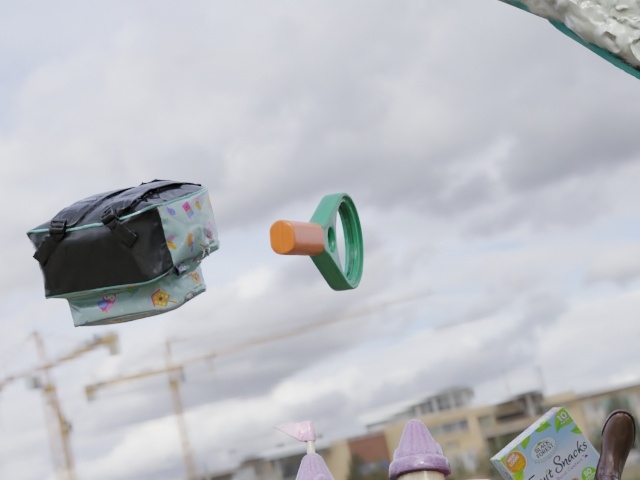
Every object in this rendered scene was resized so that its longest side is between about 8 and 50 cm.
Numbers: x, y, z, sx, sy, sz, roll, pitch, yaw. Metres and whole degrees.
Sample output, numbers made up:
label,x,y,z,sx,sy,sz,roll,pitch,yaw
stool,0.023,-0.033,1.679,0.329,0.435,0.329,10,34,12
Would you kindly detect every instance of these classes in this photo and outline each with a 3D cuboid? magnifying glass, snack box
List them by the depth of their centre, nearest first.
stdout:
label,x,y,z,sx,sy,sz,roll,pitch,yaw
magnifying glass,0.000,0.000,1.268,0.026,0.092,0.231,-5,-3,15
snack box,0.276,0.275,1.614,0.100,0.141,0.037,-37,1,-15

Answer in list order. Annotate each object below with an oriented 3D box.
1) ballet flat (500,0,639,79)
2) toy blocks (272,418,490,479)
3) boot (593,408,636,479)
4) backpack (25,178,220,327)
label,x,y,z,sx,sy,sz,roll,pitch,yaw
ballet flat,0.164,-0.256,1.148,0.409,0.147,0.147,27,-6,12
toy blocks,0.109,0.262,1.167,0.288,0.260,0.309,-3,-25,-1
boot,0.311,0.249,1.499,0.037,0.106,0.114,10,25,9
backpack,-0.195,0.009,1.517,0.165,0.144,0.188,-13,14,24
